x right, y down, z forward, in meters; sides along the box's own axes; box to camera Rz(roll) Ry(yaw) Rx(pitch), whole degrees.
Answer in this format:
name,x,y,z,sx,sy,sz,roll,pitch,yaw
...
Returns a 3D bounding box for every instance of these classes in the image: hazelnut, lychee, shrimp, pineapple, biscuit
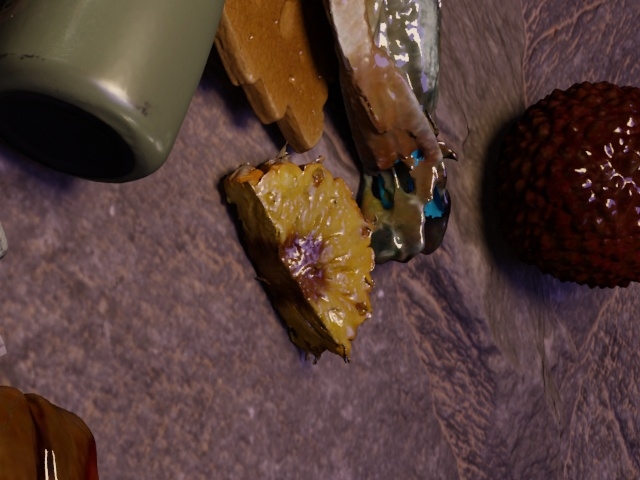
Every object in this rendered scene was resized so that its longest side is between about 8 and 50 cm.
name,x,y,z,sx,sy,sz,roll,pitch,yaw
hazelnut,-0.253,0.210,0.856,0.212,0.181,0.181,16,59,-56
lychee,0.341,-0.065,1.443,0.264,0.300,0.264,1,77,-4
shrimp,0.067,-0.193,1.227,0.221,0.109,0.446,-29,113,-61
pineapple,-0.001,0.000,1.194,0.135,0.079,0.233,-42,119,-41
biscuit,-0.048,-0.200,1.144,0.238,0.041,0.212,12,80,-61

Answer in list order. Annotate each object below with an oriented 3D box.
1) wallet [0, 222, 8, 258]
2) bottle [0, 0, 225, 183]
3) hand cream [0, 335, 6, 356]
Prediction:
name,x,y,z,sx,sy,sz,roll,pitch,yaw
wallet,-0.325,-0.070,0.840,0.167,0.036,0.222,-12,80,-46
bottle,-0.151,-0.228,0.974,0.168,0.168,0.347,39,60,-40
hand cream,-0.294,0.050,0.910,0.084,0.053,0.142,-35,125,-41
